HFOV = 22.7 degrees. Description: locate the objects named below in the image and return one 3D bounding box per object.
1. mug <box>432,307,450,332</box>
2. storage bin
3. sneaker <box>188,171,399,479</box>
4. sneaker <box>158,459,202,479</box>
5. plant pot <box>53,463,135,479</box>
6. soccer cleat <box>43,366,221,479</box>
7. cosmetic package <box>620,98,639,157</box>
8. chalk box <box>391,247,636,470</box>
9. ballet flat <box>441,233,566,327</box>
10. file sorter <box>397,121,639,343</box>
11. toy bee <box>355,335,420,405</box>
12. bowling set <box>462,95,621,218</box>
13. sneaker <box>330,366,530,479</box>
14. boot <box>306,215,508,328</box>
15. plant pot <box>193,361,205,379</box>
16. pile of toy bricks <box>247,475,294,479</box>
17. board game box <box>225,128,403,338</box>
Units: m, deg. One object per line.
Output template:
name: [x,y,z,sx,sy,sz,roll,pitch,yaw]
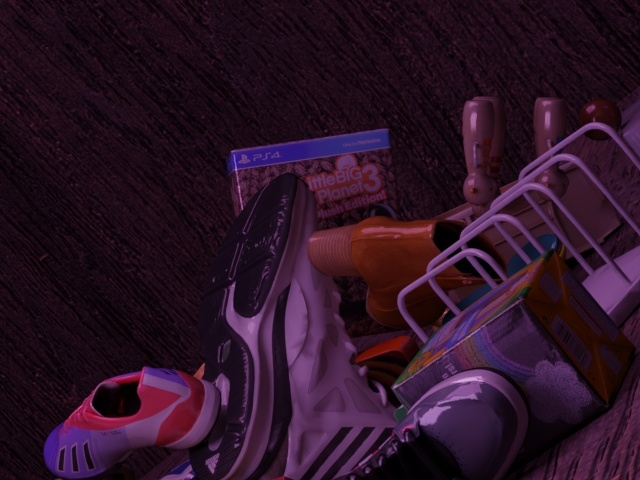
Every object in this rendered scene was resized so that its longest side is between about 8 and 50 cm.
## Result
mug: [0.199,0.119,2.254,0.064,0.062,0.078,-28,1,37]
storage bin: [0.264,-0.010,2.281,0.260,0.123,0.262,-25,0,-6]
sneaker: [-0.012,0.142,2.028,0.169,0.258,0.447,-33,39,45]
sneaker: [-0.198,0.395,2.494,0.182,0.127,0.315,-41,-1,33]
plant pot: [-0.355,0.449,2.095,0.305,0.333,0.334,-29,4,10]
soccer cleat: [-0.257,0.216,1.944,0.318,0.116,0.108,-21,48,44]
cosmetic package: [0.455,-0.130,2.035,0.107,0.127,0.238,-39,0,15]
chalk box: [0.166,0.133,1.507,0.213,0.132,0.132,-37,4,31]
ballet flat: [0.253,0.071,2.053,0.231,0.077,0.077,-42,30,36]
file sorter: [0.246,0.028,1.761,0.278,0.173,0.193,-42,2,-36]
toy bee: [0.019,0.229,2.302,0.298,0.162,0.195,-2,22,45]
bowling set: [0.274,-0.101,1.994,0.200,0.154,0.287,1,7,11]
sneaker: [0.052,0.235,1.414,0.295,0.124,0.178,-48,-7,32]
boot: [0.143,0.045,1.960,0.211,0.295,0.104,-2,71,37]
plant pot: [-0.063,0.240,2.125,0.205,0.188,0.205,-44,-19,-19]
pile of toy bricks: [-0.072,0.352,1.856,0.212,0.118,0.105,-24,52,44]
board game box: [0.000,0.000,2.318,0.232,0.291,0.141,-9,0,-6]
